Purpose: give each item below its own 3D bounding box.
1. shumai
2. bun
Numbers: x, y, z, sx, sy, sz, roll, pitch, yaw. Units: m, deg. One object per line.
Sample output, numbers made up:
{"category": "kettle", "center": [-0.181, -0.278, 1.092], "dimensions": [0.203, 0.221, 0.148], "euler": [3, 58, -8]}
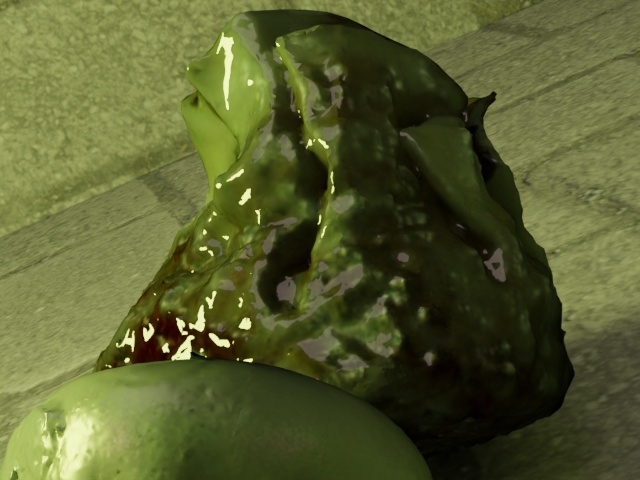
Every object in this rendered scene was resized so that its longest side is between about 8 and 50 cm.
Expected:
{"category": "shumai", "center": [0.000, 0.000, 1.350], "dimensions": [0.395, 0.348, 0.395], "euler": [-6, -4, 0]}
{"category": "bun", "center": [-0.069, 0.210, 1.128], "dimensions": [0.293, 0.293, 0.187], "euler": [-15, 47, 25]}
